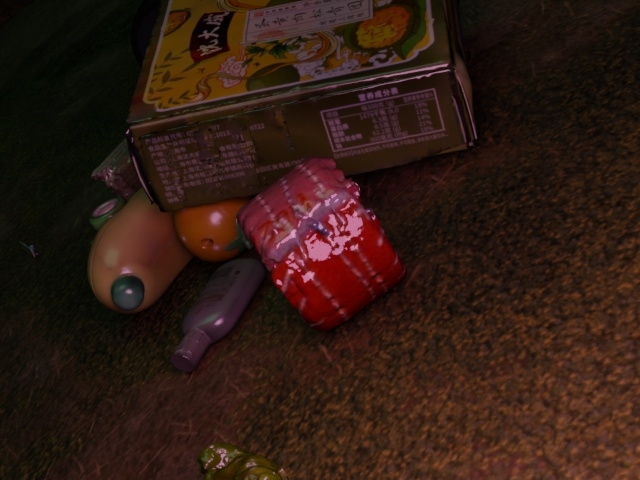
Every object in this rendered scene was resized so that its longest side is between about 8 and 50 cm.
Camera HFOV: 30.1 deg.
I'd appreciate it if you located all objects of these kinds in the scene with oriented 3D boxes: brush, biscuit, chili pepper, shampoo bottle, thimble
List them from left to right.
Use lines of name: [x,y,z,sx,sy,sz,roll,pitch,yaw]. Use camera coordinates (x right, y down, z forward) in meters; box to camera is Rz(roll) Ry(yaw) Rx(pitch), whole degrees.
brush: [-0.496,0.013,2.024,0.013,0.016,0.084,-31,23,-21]
biscuit: [-0.255,-0.133,1.878,0.062,0.108,0.239,-2,40,41]
shampoo bottle: [-0.126,0.087,1.414,0.080,0.040,0.165,-12,34,38]
chili pepper: [-0.057,0.228,1.052,0.072,0.073,0.204,-60,19,-10]
thimble: [0.001,0.002,1.264,0.125,0.163,0.189,-35,11,0]

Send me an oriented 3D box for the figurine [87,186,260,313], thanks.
figurine: [-0.172,-0.028,1.580,0.324,0.124,0.222,-41,25,-20]

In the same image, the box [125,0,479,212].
box: [-0.018,-0.233,1.549,0.421,0.138,0.373,-10,39,10]

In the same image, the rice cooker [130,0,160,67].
rice cooker: [-0.176,-0.349,2.000,0.267,0.267,0.224,-24,21,22]
